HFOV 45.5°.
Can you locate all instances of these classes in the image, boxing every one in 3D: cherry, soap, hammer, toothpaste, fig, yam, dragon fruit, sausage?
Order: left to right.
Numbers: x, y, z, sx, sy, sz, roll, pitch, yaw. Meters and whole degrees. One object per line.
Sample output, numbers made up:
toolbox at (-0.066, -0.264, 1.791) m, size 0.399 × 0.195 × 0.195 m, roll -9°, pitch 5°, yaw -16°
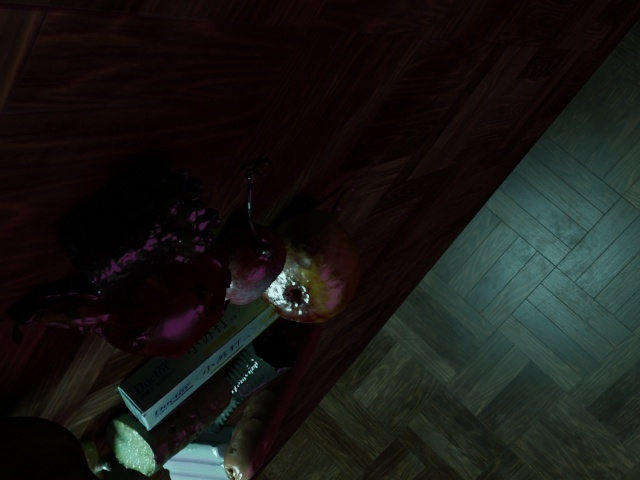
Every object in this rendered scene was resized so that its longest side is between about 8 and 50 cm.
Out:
hammer at (-0.364, 0.406, 1.234) m, size 0.305 × 0.113 × 0.202 m, roll 99°, pitch 18°, yaw -46°
dragon fruit at (-0.196, 0.063, 0.782) m, size 0.246 × 0.125 × 0.125 m, roll -5°, pitch 153°, yaw -46°
yam at (-0.238, 0.283, 1.234) m, size 0.194 × 0.107 × 0.107 m, roll -34°, pitch 161°, yaw -47°
soap at (-0.234, 0.461, 1.604) m, size 0.230 × 0.145 × 0.091 m, roll -11°, pitch -159°, yaw 44°
toothpaste at (-0.168, 0.156, 1.177) m, size 0.313 × 0.071 × 0.089 m, roll -40°, pitch 161°, yaw -24°
cherry at (-0.082, -0.006, 0.958) m, size 0.107 × 0.090 × 0.225 m, roll -16°, pitch 140°, yaw -42°
sausage at (-0.088, 0.299, 1.569) m, size 0.088 × 0.088 × 0.433 m, roll 115°, pitch 1°, yaw -52°
fig at (0.000, 0.000, 1.149) m, size 0.257 × 0.159 × 0.159 m, roll -61°, pitch 178°, yaw -42°

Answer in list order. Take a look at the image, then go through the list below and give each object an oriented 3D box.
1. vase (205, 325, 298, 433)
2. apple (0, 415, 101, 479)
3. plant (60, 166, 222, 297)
vase at (-0.157, 0.276, 1.481) m, size 0.237 × 0.115 × 0.115 m, roll -48°, pitch 167°, yaw 26°
apple at (-0.325, 0.320, 0.780) m, size 0.264 × 0.264 × 0.264 m, roll -43°, pitch 166°, yaw -14°
plant at (-0.161, -0.012, 0.698) m, size 0.143 × 0.094 × 0.092 m, roll -30°, pitch 146°, yaw -19°
